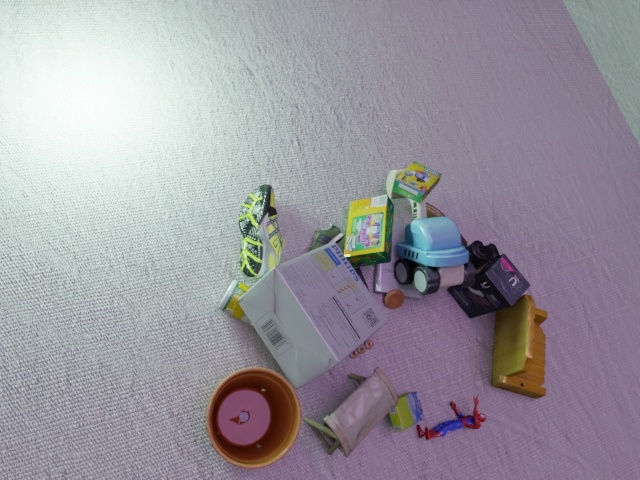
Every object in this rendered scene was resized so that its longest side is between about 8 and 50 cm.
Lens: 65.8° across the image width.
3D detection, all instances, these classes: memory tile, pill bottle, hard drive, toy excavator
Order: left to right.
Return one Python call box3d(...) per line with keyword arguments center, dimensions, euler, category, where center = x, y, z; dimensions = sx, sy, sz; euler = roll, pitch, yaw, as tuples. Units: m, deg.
box3d(center=(-0.242, 0.235, 1.740), dimensions=(0.208, 0.117, 0.117), euler=(30, 64, -7), category="pill bottle")
box3d(center=(0.131, 0.363, 1.885), dimensions=(0.113, 0.012, 0.148), euler=(-24, 80, -25), category="memory tile")
box3d(center=(0.325, 0.080, 2.040), dimensions=(0.203, 0.040, 0.307), euler=(11, 68, -15), category="hard drive")
box3d(center=(0.408, -0.052, 1.950), dimensions=(0.223, 0.433, 0.444), euler=(-5, 102, -21), category="toy excavator")

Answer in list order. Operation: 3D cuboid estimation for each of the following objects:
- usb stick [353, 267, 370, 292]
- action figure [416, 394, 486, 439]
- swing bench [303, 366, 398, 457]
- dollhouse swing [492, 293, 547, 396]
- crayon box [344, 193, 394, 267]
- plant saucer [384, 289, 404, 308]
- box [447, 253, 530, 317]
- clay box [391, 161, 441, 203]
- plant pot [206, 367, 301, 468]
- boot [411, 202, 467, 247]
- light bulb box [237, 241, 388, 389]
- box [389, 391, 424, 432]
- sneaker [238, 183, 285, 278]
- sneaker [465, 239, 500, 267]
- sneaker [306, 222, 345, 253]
box3d(center=(0.155, 0.196, 1.935), dimensions=(0.077, 0.045, 0.277), euler=(-17, 77, -26), category="usb stick")
box3d(center=(0.503, 0.658, 1.865), dimensions=(0.281, 0.091, 0.139), euler=(-1, 81, -20), category="action figure")
box3d(center=(0.113, 0.580, 1.665), dimensions=(0.253, 0.254, 0.165), euler=(-36, 86, -26), category="swing bench")
box3d(center=(0.853, 0.414, 1.961), dimensions=(0.315, 0.305, 0.346), euler=(19, 65, -12), category="dollhouse swing")
box3d(center=(0.192, -0.039, 1.937), dimensions=(0.081, 0.165, 0.278), euler=(51, 38, -46), category="crayon box")
box3d(center=(0.295, 0.235, 1.962), dimensions=(0.084, 0.013, 0.083), euler=(-4, 109, -12), category="plant saucer")
box3d(center=(0.672, 0.189, 1.995), dimensions=(0.143, 0.270, 0.165), euler=(-37, 87, -26), category="box")
box3d(center=(0.385, -0.237, 1.942), dimensions=(0.127, 0.053, 0.222), euler=(29, 44, 17), category="clay box")
box3d(center=(-0.229, 0.562, 1.580), dimensions=(0.291, 0.203, 0.290), euler=(6, 70, -18), category="plant pot")
box3d(center=(0.488, -0.045, 2.113), dimensions=(0.305, 0.112, 0.115), euler=(46, 74, -2), category="boot")
box3d(center=(-0.015, 0.238, 1.678), dimensions=(0.357, 0.225, 0.361), euler=(56, 34, 8), category="light bulb box")
box3d(center=(0.312, 0.621, 1.803), dimensions=(0.178, 0.042, 0.109), euler=(6, 66, -54), category="box")
box3d(center=(-0.213, -0.029, 1.858), dimensions=(0.147, 0.145, 0.384), euler=(26, 57, -44), category="sneaker")
box3d(center=(0.682, 0.073, 2.126), dimensions=(0.286, 0.130, 0.109), euler=(18, 54, -41), category="sneaker")
box3d(center=(0.000, 0.000, 1.946), dimensions=(0.192, 0.064, 0.086), euler=(-33, 77, -27), category="sneaker")
